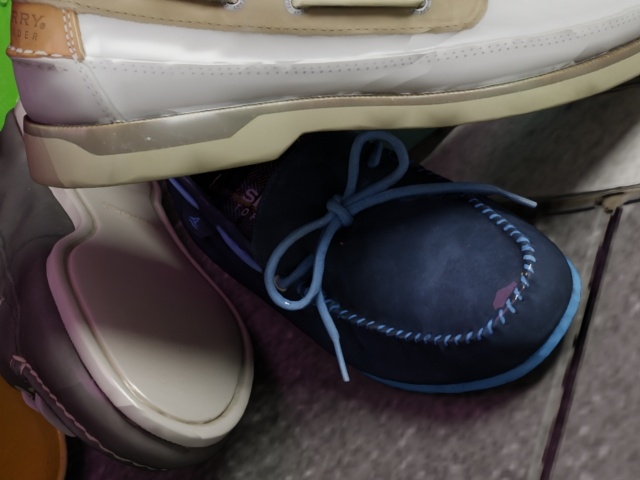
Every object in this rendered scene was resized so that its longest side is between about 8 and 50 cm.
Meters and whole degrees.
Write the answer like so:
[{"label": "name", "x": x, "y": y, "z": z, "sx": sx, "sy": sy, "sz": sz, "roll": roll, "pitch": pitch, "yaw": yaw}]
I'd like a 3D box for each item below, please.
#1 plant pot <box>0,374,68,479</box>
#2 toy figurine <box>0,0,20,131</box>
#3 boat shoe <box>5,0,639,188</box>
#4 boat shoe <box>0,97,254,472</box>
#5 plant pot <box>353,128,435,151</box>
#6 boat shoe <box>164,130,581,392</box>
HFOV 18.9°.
[{"label": "plant pot", "x": -0.202, "y": 0.117, "z": 0.931, "sx": 0.095, "sy": 0.134, "sz": 0.134, "roll": -54, "pitch": 25, "yaw": 39}, {"label": "toy figurine", "x": -0.236, "y": -0.071, "z": 1.165, "sx": 0.159, "sy": 0.130, "sz": 0.173, "roll": -29, "pitch": 16, "yaw": 37}, {"label": "boat shoe", "x": 0.020, "y": -0.100, "z": 0.795, "sx": 0.302, "sy": 0.103, "sz": 0.113, "roll": -13, "pitch": 15, "yaw": -22}, {"label": "boat shoe", "x": -0.115, "y": 0.034, "z": 0.937, "sx": 0.095, "sy": 0.112, "sz": 0.335, "roll": -57, "pitch": 27, "yaw": 16}, {"label": "plant pot", "x": 0.028, "y": -0.165, "z": 0.935, "sx": 0.165, "sy": 0.165, "sz": 0.234, "roll": 19, "pitch": 77, "yaw": 52}, {"label": "boat shoe", "x": 0.000, "y": 0.000, "z": 0.853, "sx": 0.258, "sy": 0.089, "sz": 0.109, "roll": 14, "pitch": 65, "yaw": 49}]
